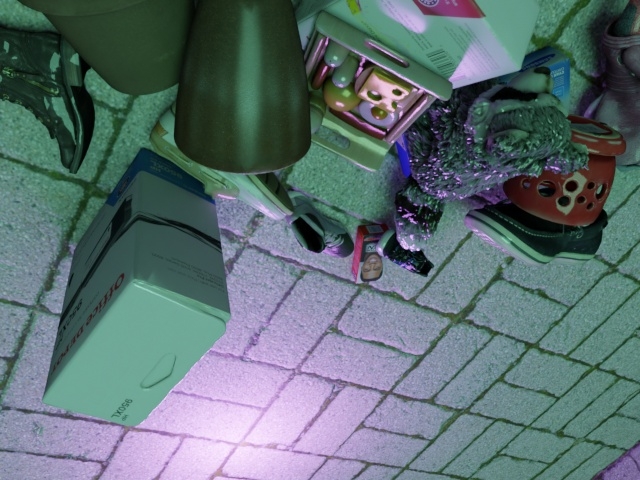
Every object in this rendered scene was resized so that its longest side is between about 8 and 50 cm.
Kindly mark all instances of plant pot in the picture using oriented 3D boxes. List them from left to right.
[{"bbox_3d":[-0.276,-0.341,0.760,0.263,0.263,0.229,-17,146,-4],"label":"plant pot"},{"bbox_3d":[-0.110,-0.250,0.773,0.216,0.215,0.230,-4,133,-13],"label":"plant pot"},{"bbox_3d":[0.478,-0.148,1.050,0.191,0.191,0.174,1,121,-17],"label":"plant pot"}]

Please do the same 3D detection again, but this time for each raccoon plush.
[{"bbox_3d":[0.288,-0.097,0.951,0.216,0.299,0.446,-9,129,-10],"label":"raccoon plush"}]

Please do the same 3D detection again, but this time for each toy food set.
[{"bbox_3d":[0.054,-0.222,0.890,0.220,0.306,0.092,26,73,-8],"label":"toy food set"}]

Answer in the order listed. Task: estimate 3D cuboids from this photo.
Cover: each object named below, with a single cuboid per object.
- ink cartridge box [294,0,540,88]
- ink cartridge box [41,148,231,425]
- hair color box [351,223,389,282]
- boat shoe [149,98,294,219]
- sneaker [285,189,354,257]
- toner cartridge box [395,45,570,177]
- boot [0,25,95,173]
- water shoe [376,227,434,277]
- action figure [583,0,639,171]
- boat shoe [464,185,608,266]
[{"bbox_3d":[0.134,-0.339,0.820,0.226,0.306,0.131,36,70,-34],"label":"ink cartridge box"},{"bbox_3d":[-0.314,0.066,0.934,0.166,0.394,0.285,28,114,-32],"label":"ink cartridge box"},{"bbox_3d":[0.118,0.031,1.257,0.072,0.043,0.141,-6,128,-14],"label":"hair color box"},{"bbox_3d":[-0.181,-0.133,1.014,0.103,0.113,0.302,-40,116,16],"label":"boat shoe"},{"bbox_3d":[0.000,0.000,1.143,0.086,0.132,0.229,-42,125,16],"label":"sneaker"},{"bbox_3d":[0.325,-0.246,1.090,0.348,0.075,0.165,-22,131,0],"label":"toner cartridge box"},{"bbox_3d":[-0.495,-0.240,0.864,0.229,0.091,0.262,4,121,-12],"label":"boot"},{"bbox_3d":[0.201,0.029,1.223,0.203,0.080,0.072,25,98,-54],"label":"water shoe"},{"bbox_3d":[0.612,-0.338,1.068,0.276,0.248,0.370,-11,135,27],"label":"action figure"},{"bbox_3d":[0.490,-0.041,1.184,0.500,0.187,0.155,4,118,-42],"label":"boat shoe"}]
